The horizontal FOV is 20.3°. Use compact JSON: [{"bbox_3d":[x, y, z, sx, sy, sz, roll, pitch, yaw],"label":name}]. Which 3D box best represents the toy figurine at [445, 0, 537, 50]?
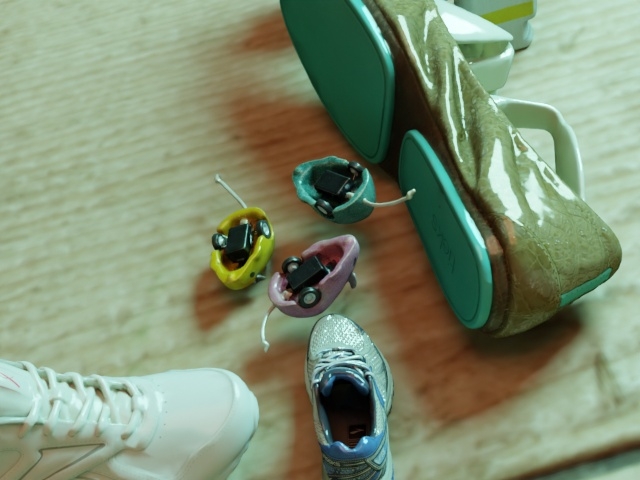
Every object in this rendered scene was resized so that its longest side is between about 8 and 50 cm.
[{"bbox_3d":[0.087,-0.249,1.268,0.213,0.148,0.209,17,52,24],"label":"toy figurine"}]

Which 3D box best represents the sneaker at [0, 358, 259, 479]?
[{"bbox_3d":[-0.150,0.108,0.993,0.232,0.115,0.090,-15,46,-3],"label":"sneaker"}]

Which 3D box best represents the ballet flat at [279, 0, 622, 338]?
[{"bbox_3d":[0.087,-0.080,1.141,0.124,0.116,0.342,-12,46,-21],"label":"ballet flat"}]

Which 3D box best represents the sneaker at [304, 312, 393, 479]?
[{"bbox_3d":[0.017,0.086,1.022,0.052,0.058,0.135,-12,45,0],"label":"sneaker"}]

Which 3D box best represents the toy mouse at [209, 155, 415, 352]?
[{"bbox_3d":[0.000,0.000,1.101,0.143,0.031,0.161,-20,42,20],"label":"toy mouse"}]
